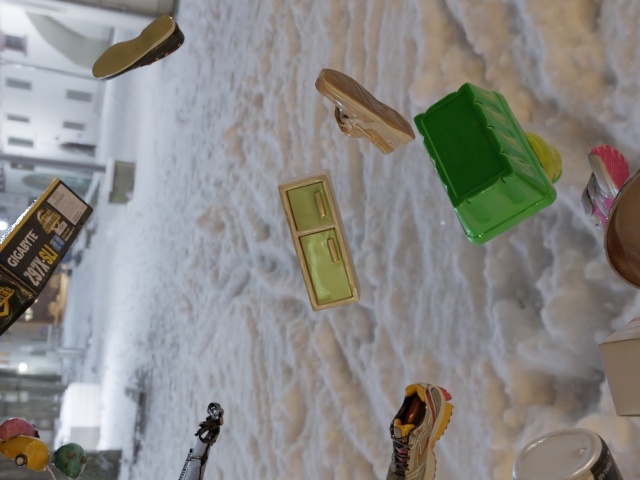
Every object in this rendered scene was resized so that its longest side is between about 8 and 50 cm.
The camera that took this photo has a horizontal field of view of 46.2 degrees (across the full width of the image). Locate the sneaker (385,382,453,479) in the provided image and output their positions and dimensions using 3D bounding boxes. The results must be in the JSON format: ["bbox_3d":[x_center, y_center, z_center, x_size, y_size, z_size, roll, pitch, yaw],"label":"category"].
[{"bbox_3d":[0.147,0.348,1.277,0.088,0.092,0.225,1,68,47],"label":"sneaker"}]

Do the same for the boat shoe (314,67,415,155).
[{"bbox_3d":[0.049,-0.154,0.945,0.059,0.170,0.063,-41,43,25],"label":"boat shoe"}]

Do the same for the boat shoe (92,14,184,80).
[{"bbox_3d":[-0.243,-0.249,1.003,0.049,0.133,0.042,64,-172,27],"label":"boat shoe"}]

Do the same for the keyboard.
[{"bbox_3d":[-0.168,0.302,0.978,0.317,0.033,0.202,148,142,-83],"label":"keyboard"}]

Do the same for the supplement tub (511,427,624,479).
[{"bbox_3d":[0.515,0.541,1.446,0.316,0.193,0.193,63,162,-10],"label":"supplement tub"}]

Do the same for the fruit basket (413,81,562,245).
[{"bbox_3d":[0.446,-0.190,1.907,0.283,0.392,0.392,-32,46,22],"label":"fruit basket"}]

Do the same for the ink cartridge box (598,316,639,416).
[{"bbox_3d":[0.560,0.199,1.229,0.127,0.176,0.128,-16,89,42],"label":"ink cartridge box"}]

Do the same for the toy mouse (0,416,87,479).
[{"bbox_3d":[-0.330,0.245,0.898,0.031,0.161,0.143,-64,-17,-10],"label":"toy mouse"}]

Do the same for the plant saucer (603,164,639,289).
[{"bbox_3d":[0.525,-0.049,1.001,0.050,0.310,0.311,-99,24,-48],"label":"plant saucer"}]

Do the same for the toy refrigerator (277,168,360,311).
[{"bbox_3d":[0.000,0.000,1.528,0.094,0.102,0.270,-71,-33,-76],"label":"toy refrigerator"}]

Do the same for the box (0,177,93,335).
[{"bbox_3d":[-0.463,0.088,1.011,0.322,0.079,0.257,-41,22,18],"label":"box"}]

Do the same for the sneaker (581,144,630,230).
[{"bbox_3d":[0.626,-0.100,1.658,0.111,0.252,0.103,-6,39,37],"label":"sneaker"}]
